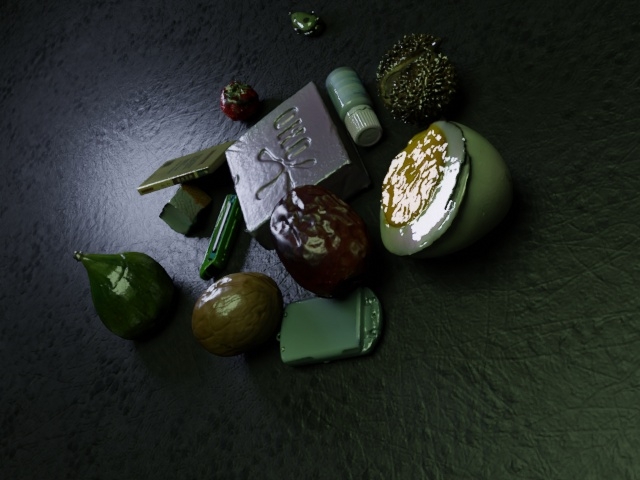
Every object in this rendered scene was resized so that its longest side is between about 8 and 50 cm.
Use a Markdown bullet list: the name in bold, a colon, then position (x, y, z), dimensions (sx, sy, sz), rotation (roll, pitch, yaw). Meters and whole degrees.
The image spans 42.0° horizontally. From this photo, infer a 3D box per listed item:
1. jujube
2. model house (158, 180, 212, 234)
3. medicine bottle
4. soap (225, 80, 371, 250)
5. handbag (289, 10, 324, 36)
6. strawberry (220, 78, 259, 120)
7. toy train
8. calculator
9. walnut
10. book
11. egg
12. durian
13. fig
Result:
- **jujube**: position (0.000, 0.000, 1.643), dimensions (0.183, 0.183, 0.243), rotation (-42, 57, 10)
- **model house**: position (-0.327, -0.082, 2.038), dimensions (0.100, 0.088, 0.100), rotation (-55, 9, -34)
- **medicine bottle**: position (0.075, -0.295, 1.845), dimensions (0.083, 0.083, 0.203), rotation (-34, 49, 17)
- **soap**: position (-0.059, -0.165, 1.858), dimensions (0.285, 0.107, 0.296), rotation (-37, 46, 16)
- **handbag**: position (-0.039, -0.545, 2.096), dimensions (0.111, 0.047, 0.072), rotation (34, 87, 41)
- **strawberry**: position (-0.202, -0.342, 2.081), dimensions (0.106, 0.106, 0.106), rotation (-18, 56, 29)
- **toy train**: position (-0.223, -0.003, 1.932), dimensions (0.042, 0.044, 0.209), rotation (4, 69, 37)
- **calculator**: position (0.013, 0.172, 1.655), dimensions (0.246, 0.045, 0.141), rotation (-15, 57, 29)
- **walnut**: position (-0.171, 0.150, 1.725), dimensions (0.207, 0.167, 0.167), rotation (-33, 50, 20)
- **book**: position (-0.326, -0.181, 2.063), dimensions (0.231, 0.026, 0.161), rotation (-13, 25, 30)
- **egg**: position (0.238, -0.076, 1.553), dimensions (0.286, 0.174, 0.264), rotation (-30, 46, 52)
- **durian**: position (0.201, -0.335, 1.711), dimensions (0.196, 0.167, 0.196), rotation (14, 110, 45)
- **fig**: position (-0.466, 0.104, 1.927), dimensions (0.203, 0.235, 0.203), rotation (-20, 50, 26)
